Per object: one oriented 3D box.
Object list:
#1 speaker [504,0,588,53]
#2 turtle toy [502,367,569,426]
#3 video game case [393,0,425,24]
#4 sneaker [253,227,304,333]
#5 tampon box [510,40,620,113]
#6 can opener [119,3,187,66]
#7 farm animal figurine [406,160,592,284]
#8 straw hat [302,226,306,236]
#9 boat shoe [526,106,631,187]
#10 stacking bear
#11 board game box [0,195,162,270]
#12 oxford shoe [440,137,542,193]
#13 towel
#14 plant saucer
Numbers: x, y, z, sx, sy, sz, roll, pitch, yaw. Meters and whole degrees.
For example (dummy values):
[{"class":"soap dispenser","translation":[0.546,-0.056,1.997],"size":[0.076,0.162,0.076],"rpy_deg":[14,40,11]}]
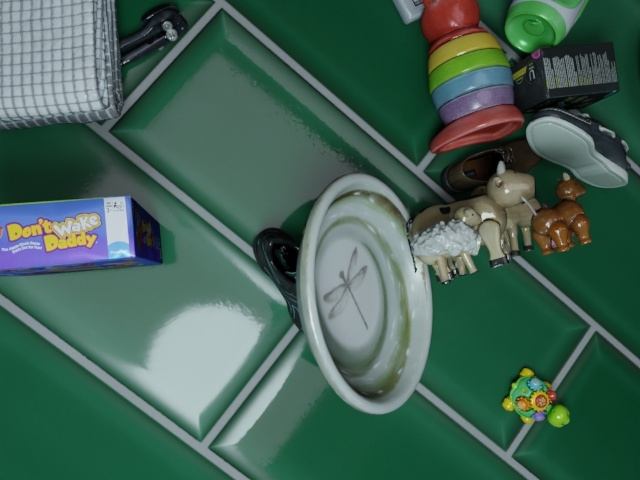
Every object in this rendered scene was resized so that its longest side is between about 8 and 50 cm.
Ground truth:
[{"class":"speaker","translation":[0.482,-0.521,1.097],"size":[0.131,0.131,0.296],"rpy_deg":[33,75,-7]},{"class":"turtle toy","translation":[0.432,0.320,1.083],"size":[0.130,0.066,0.095],"rpy_deg":[35,81,-7]},{"class":"video game case","translation":[0.244,-0.641,1.116],"size":[0.329,0.036,0.299],"rpy_deg":[-29,93,-10]},{"class":"sneaker","translation":[-0.027,0.093,0.989],"size":[0.101,0.106,0.267],"rpy_deg":[-41,96,-11]},{"class":"tampon box","translation":[0.486,-0.324,1.100],"size":[0.161,0.120,0.101],"rpy_deg":[-8,89,-11]},{"class":"can opener","translation":[-0.324,-0.358,0.988],"size":[0.186,0.073,0.059],"rpy_deg":[-38,133,-7]},{"class":"farm animal figurine","translation":[0.307,-0.043,0.977],"size":[0.327,0.330,0.172],"rpy_deg":[-17,85,5]},{"class":"straw hat","translation":[0.000,0.000,1.015],"size":[0.144,0.061,0.144],"rpy_deg":[19,66,-51]},{"class":"boat shoe","translation":[0.510,-0.197,1.080],"size":[0.303,0.114,0.091],"rpy_deg":[24,73,-38]},{"class":"stacking bear","translation":[0.273,-0.337,1.049],"size":[0.176,0.164,0.288],"rpy_deg":[-14,85,-11]},{"class":"board game box","translation":[-0.370,0.004,0.803],"size":[0.234,0.347,0.078],"rpy_deg":[-5,87,-11]},{"class":"oxford shoe","translation":[0.360,-0.151,1.080],"size":[0.227,0.096,0.082],"rpy_deg":[-23,87,-14]},{"class":"towel","translation":[-0.455,-0.332,0.902],"size":[0.235,0.121,0.283],"rpy_deg":[-4,87,5]},{"class":"plant saucer","translation":[0.065,0.089,0.940],"size":[0.401,0.101,0.400],"rpy_deg":[18,67,-50]}]
